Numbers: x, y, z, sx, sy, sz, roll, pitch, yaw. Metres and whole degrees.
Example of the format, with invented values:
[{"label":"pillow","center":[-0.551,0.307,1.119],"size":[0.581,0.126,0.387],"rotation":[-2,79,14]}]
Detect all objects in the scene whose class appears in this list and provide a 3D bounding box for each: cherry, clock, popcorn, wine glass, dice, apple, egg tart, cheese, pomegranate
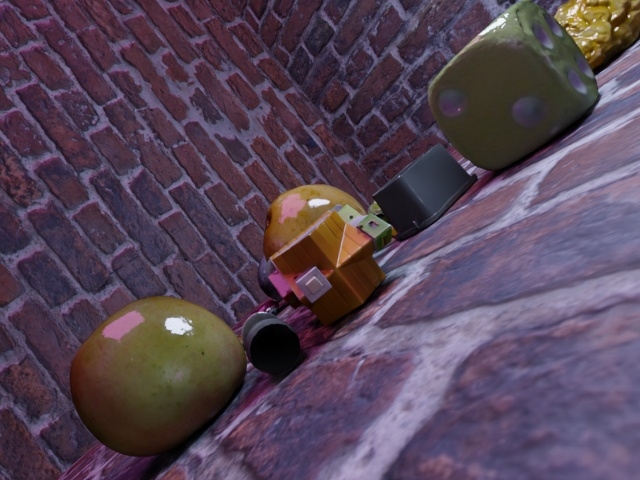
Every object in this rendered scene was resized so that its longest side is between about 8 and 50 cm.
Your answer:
[{"label":"cherry","center":[-0.119,0.103,1.702],"size":[0.254,0.218,0.296],"rotation":[0,40,38]},{"label":"clock","center":[0.019,0.046,0.849],"size":[0.235,0.166,0.309],"rotation":[-39,5,-5]},{"label":"popcorn","center":[0.766,-0.597,1.243],"size":[0.332,0.225,0.265],"rotation":[-53,12,-24]},{"label":"wine glass","center":[-0.172,0.146,0.841],"size":[0.096,0.264,0.309],"rotation":[-55,5,-12]},{"label":"dice","center":[0.400,-0.318,0.919],"size":[0.252,0.250,0.254],"rotation":[-40,1,-42]},{"label":"apple","center":[-0.326,0.260,0.875],"size":[0.319,0.277,0.319],"rotation":[-41,1,1]},{"label":"egg tart","center":[0.259,-0.124,1.486],"size":[0.197,0.078,0.197],"rotation":[-32,19,13]},{"label":"cheese","center":[-0.207,0.275,1.714],"size":[0.155,0.062,0.244],"rotation":[-37,-1,21]},{"label":"pomegranate","center":[-0.014,-0.012,1.139],"size":[0.307,0.307,0.307],"rotation":[-39,1,1]}]

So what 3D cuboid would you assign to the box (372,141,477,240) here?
[{"label":"box","center":[0.251,-0.127,1.070],"size":[0.243,0.135,0.163],"rotation":[-40,2,-30]}]

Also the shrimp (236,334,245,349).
[{"label":"shrimp","center":[-0.280,0.352,1.449],"size":[0.115,0.051,0.217],"rotation":[-33,0,-3]}]

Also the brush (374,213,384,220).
[{"label":"brush","center":[0.114,0.036,1.331],"size":[0.068,0.060,0.297],"rotation":[-4,-37,-43]}]

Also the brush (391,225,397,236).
[{"label":"brush","center":[0.216,-0.025,1.251],"size":[0.103,0.013,0.272],"rotation":[-40,2,1]}]
